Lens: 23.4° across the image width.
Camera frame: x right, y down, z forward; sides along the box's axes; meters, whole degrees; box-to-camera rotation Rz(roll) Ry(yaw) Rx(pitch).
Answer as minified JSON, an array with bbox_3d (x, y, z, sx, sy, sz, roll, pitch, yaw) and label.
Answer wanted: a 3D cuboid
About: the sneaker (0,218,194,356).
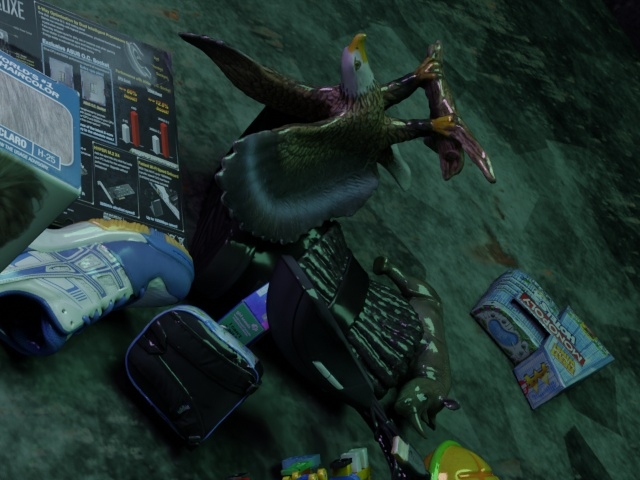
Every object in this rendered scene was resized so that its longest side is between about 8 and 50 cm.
[{"bbox_3d":[-0.237,0.051,1.400,0.296,0.112,0.131,8,57,-41],"label":"sneaker"}]

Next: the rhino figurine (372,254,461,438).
[{"bbox_3d":[0.110,0.133,1.813,0.106,0.073,0.243,27,36,-30],"label":"rhino figurine"}]

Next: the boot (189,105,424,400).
[{"bbox_3d":[-0.003,0.003,1.741,0.260,0.131,0.348,32,42,-17],"label":"boot"}]

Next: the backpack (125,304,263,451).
[{"bbox_3d":[-0.124,0.120,1.464,0.114,0.105,0.084,44,6,-4],"label":"backpack"}]

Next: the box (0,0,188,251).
[{"bbox_3d":[-0.270,-0.110,1.494,0.307,0.076,0.242,17,57,-45],"label":"box"}]

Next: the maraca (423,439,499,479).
[{"bbox_3d":[0.154,0.302,1.645,0.127,0.099,0.186,-45,118,-54],"label":"maraca"}]

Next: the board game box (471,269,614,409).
[{"bbox_3d":[0.298,0.139,2.089,0.194,0.060,0.194,49,27,-1],"label":"board game box"}]

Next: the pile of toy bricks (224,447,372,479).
[{"bbox_3d":[-0.015,0.265,1.460,0.212,0.118,0.105,2,80,-74],"label":"pile of toy bricks"}]

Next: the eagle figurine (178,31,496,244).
[{"bbox_3d":[0.006,-0.132,1.649,0.226,0.298,0.225,-137,-143,-68],"label":"eagle figurine"}]

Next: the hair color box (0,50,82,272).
[{"bbox_3d":[-0.332,-0.001,1.043,0.174,0.347,0.105,29,34,-33],"label":"hair color box"}]

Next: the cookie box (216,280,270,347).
[{"bbox_3d":[-0.082,0.090,1.549,0.040,0.107,0.092,51,28,3],"label":"cookie box"}]

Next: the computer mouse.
[{"bbox_3d":[0.019,0.142,1.480,0.184,0.060,0.262,55,-4,45],"label":"computer mouse"}]
